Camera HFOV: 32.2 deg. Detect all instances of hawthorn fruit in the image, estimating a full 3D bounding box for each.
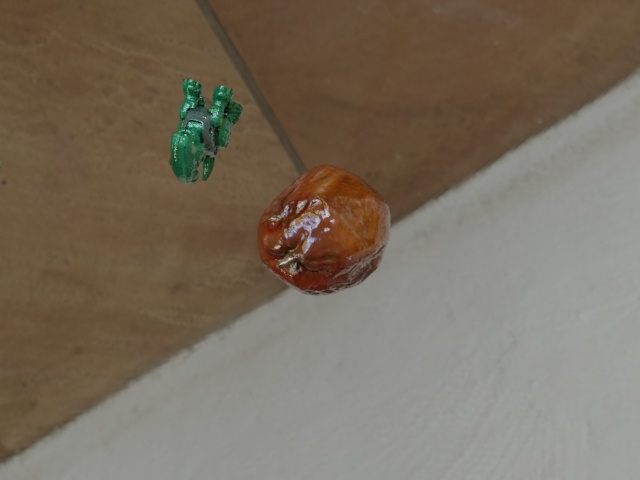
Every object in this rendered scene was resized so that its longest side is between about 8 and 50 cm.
[{"bbox_3d":[0.007,-0.007,1.390,0.174,0.179,0.173,0,96,-5],"label":"hawthorn fruit"}]

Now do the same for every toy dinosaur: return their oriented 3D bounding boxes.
[{"bbox_3d":[-0.116,-0.094,1.055,0.059,0.096,0.132,14,163,8],"label":"toy dinosaur"}]

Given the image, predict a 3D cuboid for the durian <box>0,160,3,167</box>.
[{"bbox_3d":[-0.494,-0.243,1.431,0.167,0.306,0.172,-2,160,-34],"label":"durian"}]
